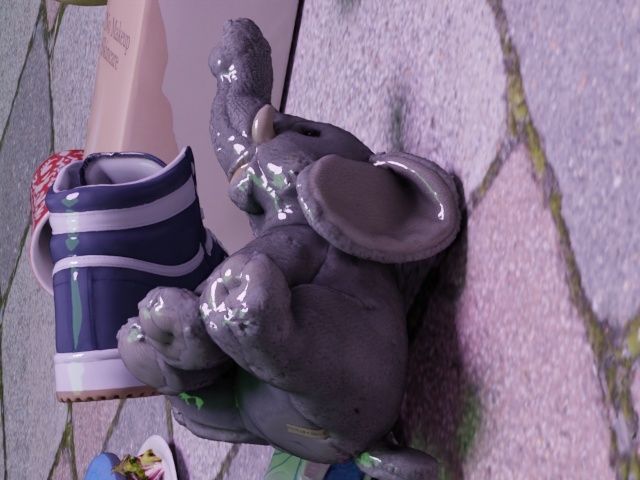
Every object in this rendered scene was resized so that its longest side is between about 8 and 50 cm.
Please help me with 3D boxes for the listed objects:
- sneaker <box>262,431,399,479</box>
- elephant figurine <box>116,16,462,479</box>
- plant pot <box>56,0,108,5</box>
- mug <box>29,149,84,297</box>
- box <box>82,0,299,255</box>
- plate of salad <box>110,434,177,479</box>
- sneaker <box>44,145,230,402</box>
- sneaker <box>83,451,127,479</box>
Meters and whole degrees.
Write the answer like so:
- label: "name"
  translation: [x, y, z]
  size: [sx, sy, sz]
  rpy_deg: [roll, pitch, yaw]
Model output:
- label: "sneaker"
  translation: [-0.005, 0.152, 1.199]
  size: [0.191, 0.071, 0.083]
  rpy_deg: [-57, 25, 37]
- label: "elephant figurine"
  translation: [0.000, 0.000, 1.111]
  size: [0.169, 0.186, 0.239]
  rpy_deg: [-5, 43, 38]
- label: "plant pot"
  translation: [-0.203, -0.345, 1.664]
  size: [0.254, 0.276, 0.276]
  rpy_deg: [112, 158, -64]
- label: "mug"
  translation: [-0.235, -0.003, 1.831]
  size: [0.169, 0.113, 0.150]
  rpy_deg: [-121, 43, -65]
- label: "box"
  translation: [-0.102, -0.134, 1.466]
  size: [0.148, 0.121, 0.311]
  rpy_deg: [-141, 59, -69]
- label: "plate of salad"
  translation: [-0.157, 0.265, 1.612]
  size: [0.200, 0.048, 0.200]
  rpy_deg: [-174, 90, -71]
- label: "sneaker"
  translation: [-0.091, 0.017, 1.235]
  size: [0.282, 0.099, 0.153]
  rpy_deg: [-4, -93, -70]
- label: "sneaker"
  translation: [-0.220, 0.295, 1.736]
  size: [0.069, 0.082, 0.209]
  rpy_deg: [137, 137, -65]
